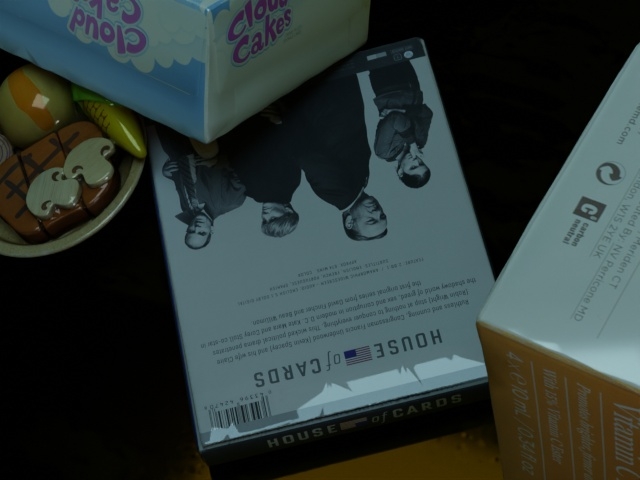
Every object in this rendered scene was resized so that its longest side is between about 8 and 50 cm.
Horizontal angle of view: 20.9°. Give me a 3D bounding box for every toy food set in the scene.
[{"bbox_3d":[-0.164,-0.050,1.021,0.192,0.038,0.132,-33,53,0],"label":"toy food set"}]

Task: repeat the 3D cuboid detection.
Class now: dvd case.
[{"bbox_3d":[0.000,0.000,0.987,0.179,0.029,0.238,-14,57,1],"label":"dvd case"}]

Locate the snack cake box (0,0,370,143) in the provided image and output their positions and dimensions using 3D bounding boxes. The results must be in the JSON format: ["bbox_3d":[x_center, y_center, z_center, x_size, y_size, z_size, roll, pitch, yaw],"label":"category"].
[{"bbox_3d":[-0.117,-0.168,1.037,0.264,0.089,0.152,25,41,29],"label":"snack cake box"}]

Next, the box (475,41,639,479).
[{"bbox_3d":[0.264,0.087,0.776,0.345,0.215,0.168,23,65,23],"label":"box"}]
